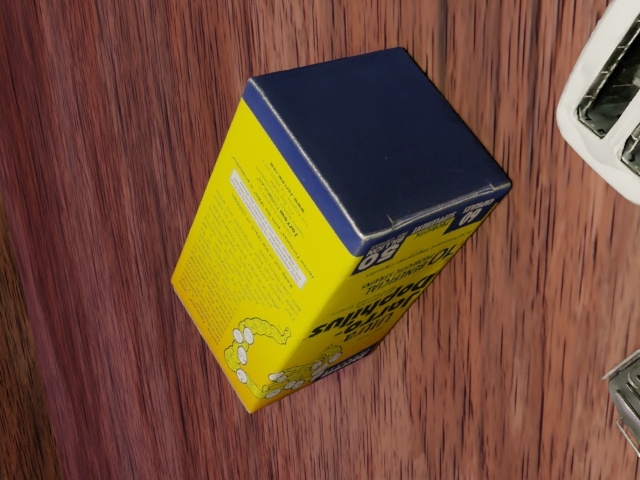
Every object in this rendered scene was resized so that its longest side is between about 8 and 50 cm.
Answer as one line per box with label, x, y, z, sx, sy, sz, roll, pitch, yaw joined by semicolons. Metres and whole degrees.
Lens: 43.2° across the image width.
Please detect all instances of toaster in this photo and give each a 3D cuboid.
toaster;0.249;-0.112;0.507;0.129;0.146;0.227;53;143;24

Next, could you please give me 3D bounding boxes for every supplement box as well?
supplement box;0.000;0.000;0.867;0.195;0.194;0.357;56;144;20

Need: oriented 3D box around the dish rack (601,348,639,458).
dish rack;0.326;0.131;0.591;0.208;0.074;0.272;56;144;21
